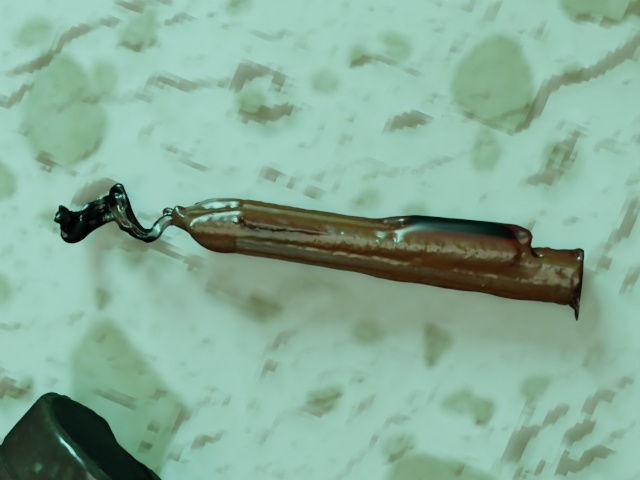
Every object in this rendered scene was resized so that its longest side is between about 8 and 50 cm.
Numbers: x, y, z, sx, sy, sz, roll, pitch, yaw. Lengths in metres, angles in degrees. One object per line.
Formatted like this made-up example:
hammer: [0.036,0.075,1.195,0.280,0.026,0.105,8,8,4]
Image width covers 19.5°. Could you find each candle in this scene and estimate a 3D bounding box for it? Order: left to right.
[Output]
candle: [0.000,-0.001,0.588,0.167,0.021,0.026,8,113,1]

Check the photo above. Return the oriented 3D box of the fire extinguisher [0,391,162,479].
fire extinguisher: [-0.139,0.174,0.579,0.268,0.072,0.089,-49,126,3]
